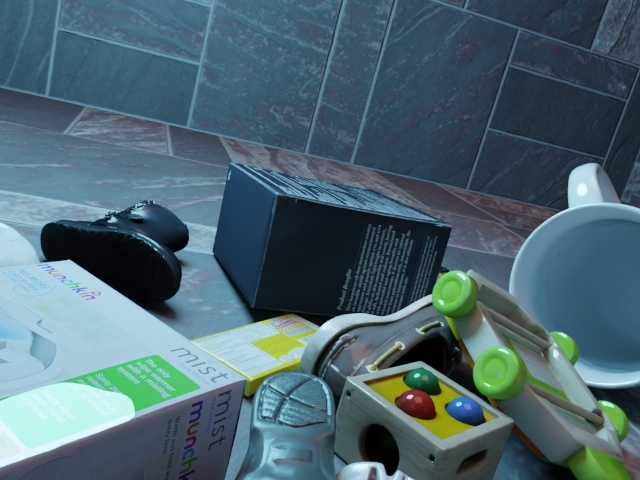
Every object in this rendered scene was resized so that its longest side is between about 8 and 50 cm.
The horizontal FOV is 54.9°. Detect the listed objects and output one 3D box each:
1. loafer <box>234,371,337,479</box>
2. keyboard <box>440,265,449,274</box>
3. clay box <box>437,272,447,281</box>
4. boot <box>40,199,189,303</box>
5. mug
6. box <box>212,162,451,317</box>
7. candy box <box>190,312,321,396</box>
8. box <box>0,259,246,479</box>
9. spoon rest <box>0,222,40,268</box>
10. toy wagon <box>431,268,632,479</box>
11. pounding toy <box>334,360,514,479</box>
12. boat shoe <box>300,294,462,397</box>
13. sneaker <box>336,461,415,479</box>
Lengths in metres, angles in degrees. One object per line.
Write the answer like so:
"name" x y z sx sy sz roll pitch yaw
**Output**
"loafer" -0.031 0.209 0.466 0.096 0.084 0.267 8 25 4
"keyboard" 0.214 0.067 1.325 0.108 0.023 0.180 27 20 38
"clay box" 0.269 0.118 1.135 0.128 0.053 0.222 11 14 -16
"boot" -0.263 0.005 0.941 0.247 0.094 0.207 15 18 23
"mug" 0.501 0.047 1.042 0.276 0.373 0.328 -20 -17 35
"box" 0.000 0.000 1.030 0.294 0.182 0.296 10 11 -23
"candy box" -0.060 0.139 0.788 0.105 0.027 0.206 21 15 32
"box" -0.234 0.129 0.477 0.262 0.126 0.231 24 19 34
"spoon rest" -0.509 -0.001 0.802 0.276 0.084 0.137 23 12 -26
"toy wagon" 0.266 0.178 0.731 0.267 0.068 0.344 28 27 -35
"pounding toy" 0.109 0.206 0.582 0.181 0.094 0.206 0 21 -44
"boat shoe" 0.121 0.143 0.795 0.324 0.116 0.097 -2 31 -46
"sneaker" 0.112 0.248 0.456 0.237 0.095 0.104 11 19 5
